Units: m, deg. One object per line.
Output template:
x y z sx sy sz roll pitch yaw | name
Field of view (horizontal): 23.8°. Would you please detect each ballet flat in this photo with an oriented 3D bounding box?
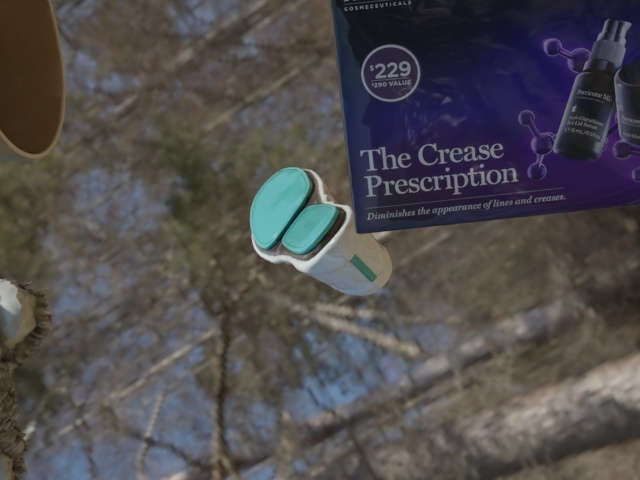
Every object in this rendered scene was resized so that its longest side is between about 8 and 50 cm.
0.000 0.000 2.029 0.139 0.139 0.400 50 177 -17 | ballet flat

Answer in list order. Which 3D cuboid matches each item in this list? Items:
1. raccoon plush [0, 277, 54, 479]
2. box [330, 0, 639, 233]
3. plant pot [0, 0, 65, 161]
-0.366 0.028 1.113 0.299 0.216 0.446 3 -147 -19 | raccoon plush
0.142 -0.116 1.041 0.103 0.261 0.184 -91 -6 -71 | box
-0.431 -0.179 1.511 0.256 0.274 0.256 -11 -90 -77 | plant pot
